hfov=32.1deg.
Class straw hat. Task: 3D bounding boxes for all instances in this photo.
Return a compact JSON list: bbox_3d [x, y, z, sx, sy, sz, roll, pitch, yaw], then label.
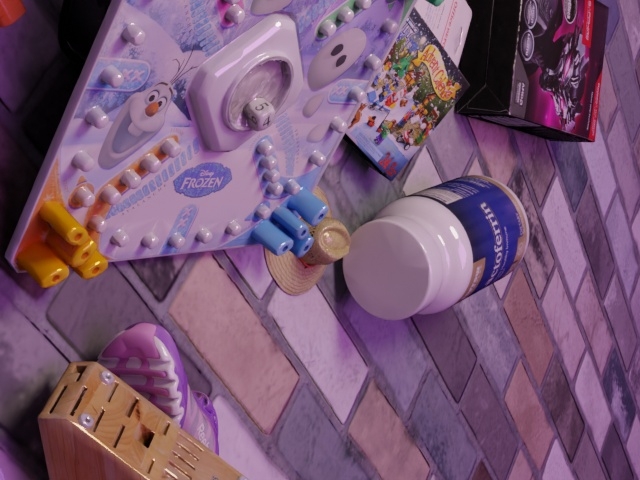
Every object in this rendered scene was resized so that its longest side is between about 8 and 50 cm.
[{"bbox_3d":[0.000,0.000,1.288,0.144,0.061,0.145,-14,107,-55],"label":"straw hat"}]

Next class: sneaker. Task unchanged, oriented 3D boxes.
[{"bbox_3d":[-0.147,0.171,1.078,0.104,0.095,0.237,-49,139,-50],"label":"sneaker"}]

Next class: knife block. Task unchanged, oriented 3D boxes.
[{"bbox_3d":[-0.189,0.276,1.018,0.275,0.242,0.088,40,24,-13],"label":"knife block"}]

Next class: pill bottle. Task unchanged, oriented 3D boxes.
[{"bbox_3d":[0.150,0.009,1.436,0.264,0.153,0.153,-21,113,-53],"label":"pill bottle"}]

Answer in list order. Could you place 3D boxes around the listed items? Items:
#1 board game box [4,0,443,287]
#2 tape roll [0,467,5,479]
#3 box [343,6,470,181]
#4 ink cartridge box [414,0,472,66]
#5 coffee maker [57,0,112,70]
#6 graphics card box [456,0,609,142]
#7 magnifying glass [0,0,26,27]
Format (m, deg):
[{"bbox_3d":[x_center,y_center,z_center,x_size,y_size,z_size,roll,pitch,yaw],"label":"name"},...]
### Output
[{"bbox_3d":[-0.055,-0.133,1.007,0.390,0.050,0.390,-6,132,-54],"label":"board game box"},{"bbox_3d":[-0.349,0.234,0.773,0.274,0.090,0.275,-14,107,-55],"label":"tape roll"},{"bbox_3d":[0.072,-0.190,1.320,0.159,0.044,0.233,-51,142,0],"label":"box"},{"bbox_3d":[0.116,-0.292,1.405,0.198,0.067,0.115,37,66,-52],"label":"ink cartridge box"},{"bbox_3d":[-0.133,-0.184,0.997,0.178,0.120,0.171,-20,113,-53],"label":"coffee maker"},{"bbox_3d":[0.337,-0.285,1.723,0.371,0.094,0.233,5,92,-56],"label":"graphics card box"},{"bbox_3d":[-0.286,-0.265,0.834,0.092,0.026,0.231,-55,139,-36],"label":"magnifying glass"}]
